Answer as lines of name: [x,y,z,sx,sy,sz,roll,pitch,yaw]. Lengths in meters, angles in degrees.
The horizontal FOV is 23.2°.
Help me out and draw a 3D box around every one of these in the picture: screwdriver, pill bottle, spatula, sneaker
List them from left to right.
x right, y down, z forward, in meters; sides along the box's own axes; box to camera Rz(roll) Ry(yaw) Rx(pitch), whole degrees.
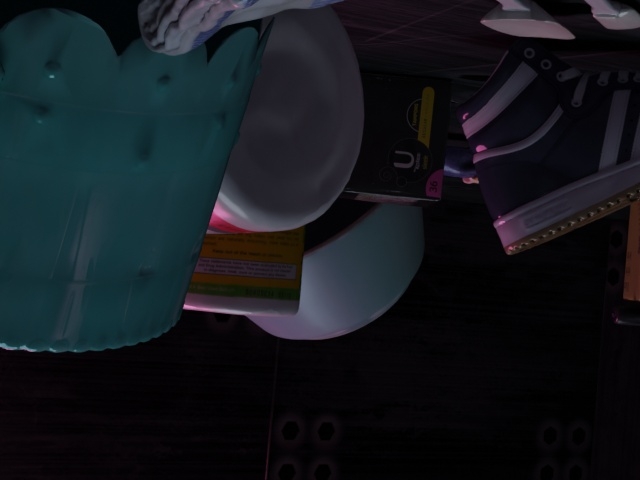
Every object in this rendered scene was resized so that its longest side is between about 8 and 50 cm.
pill bottle: [-0.141,-0.090,1.121,0.318,0.176,0.176,-2,175,41]
pill bottle: [-0.079,-0.051,1.547,0.136,0.246,0.136,5,179,0]
spatula: [0.169,-0.154,0.992,0.168,0.019,0.242,5,179,23]
sneaker: [0.245,-0.114,1.239,0.282,0.153,0.099,-26,171,8]
screwdriver: [0.379,0.079,1.603,0.170,0.024,0.025,4,150,-16]

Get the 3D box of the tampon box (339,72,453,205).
tampon box: [0.073,-0.100,1.593,0.101,0.120,0.161,5,179,-2]

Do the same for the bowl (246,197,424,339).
bowl: [0.000,0.000,1.848,0.311,0.163,0.311,-22,-150,13]

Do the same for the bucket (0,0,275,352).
bucket: [-0.174,-0.068,0.864,0.281,0.183,0.281,14,-166,-4]

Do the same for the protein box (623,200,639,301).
protein box: [0.399,-0.031,1.621,0.136,0.201,0.200,5,179,6]

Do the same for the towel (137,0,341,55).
towel: [0.069,-0.123,0.645,0.285,0.034,0.209,-13,-176,-13]

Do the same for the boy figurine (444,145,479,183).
boy figurine: [0.249,-0.092,2.155,0.285,0.092,0.177,8,176,-14]
